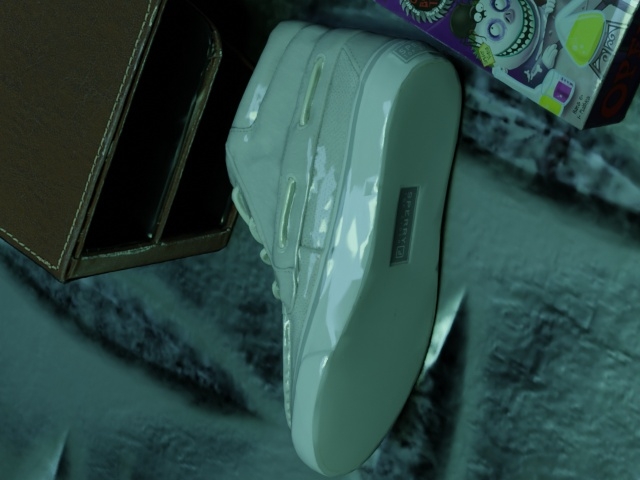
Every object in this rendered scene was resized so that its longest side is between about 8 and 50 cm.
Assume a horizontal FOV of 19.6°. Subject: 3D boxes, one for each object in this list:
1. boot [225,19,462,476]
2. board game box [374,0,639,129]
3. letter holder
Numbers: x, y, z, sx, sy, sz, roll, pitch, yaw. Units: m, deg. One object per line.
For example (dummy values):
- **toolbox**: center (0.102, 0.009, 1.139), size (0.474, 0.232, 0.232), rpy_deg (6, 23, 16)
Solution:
- **boot**: center (0.000, 0.000, 1.093), size (0.123, 0.095, 0.258), rpy_deg (20, 102, 39)
- **board game box**: center (0.134, -0.257, 0.961), size (0.208, 0.056, 0.347), rpy_deg (37, 119, 31)
- **letter holder**: center (-0.181, -0.147, 1.157), size (0.302, 0.152, 0.214), rpy_deg (33, 115, 28)
